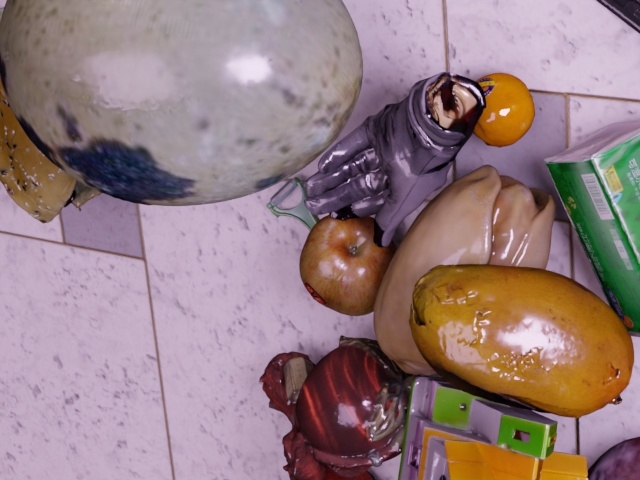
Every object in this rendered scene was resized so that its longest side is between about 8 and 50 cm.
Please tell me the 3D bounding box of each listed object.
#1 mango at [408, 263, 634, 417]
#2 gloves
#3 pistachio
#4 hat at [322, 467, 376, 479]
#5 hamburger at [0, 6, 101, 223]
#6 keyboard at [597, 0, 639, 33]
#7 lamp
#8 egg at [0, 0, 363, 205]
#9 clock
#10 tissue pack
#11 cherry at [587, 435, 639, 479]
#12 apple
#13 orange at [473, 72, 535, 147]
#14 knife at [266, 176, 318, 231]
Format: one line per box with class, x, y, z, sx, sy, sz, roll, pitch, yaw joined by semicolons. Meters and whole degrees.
mango;0.213;0.098;1.748;0.248;0.156;0.151;19;111;-5
gloves;0.088;-0.087;1.849;0.285;0.119;0.142;-33;70;46
pistachio;0.156;0.045;1.890;0.162;0.181;0.293;15;127;-15
hat;-0.014;0.369;2.196;0.227;0.140;0.129;-40;74;54
hamburger;-0.344;-0.172;2.153;0.192;0.167;0.288;-13;101;41
keyboard;0.339;-0.236;1.720;0.155;0.010;0.053;42;130;14
lamp;0.028;0.196;2.054;0.223;0.215;0.151;-16;134;9
egg;-0.157;-0.207;1.888;0.428;0.345;0.345;10;117;16
clock;0.194;0.291;1.836;0.166;0.309;0.235;8;91;-11
tissue pack;0.357;-0.024;1.731;0.209;0.156;0.148;64;167;-6
cherry;0.369;0.340;1.850;0.213;0.183;0.266;8;100;33
apple;0.039;0.026;1.989;0.126;0.126;0.102;44;150;12
orange;0.196;-0.144;1.824;0.083;0.083;0.084;16;119;31
knife;0.002;-0.001;2.070;0.166;0.022;0.078;53;138;6
